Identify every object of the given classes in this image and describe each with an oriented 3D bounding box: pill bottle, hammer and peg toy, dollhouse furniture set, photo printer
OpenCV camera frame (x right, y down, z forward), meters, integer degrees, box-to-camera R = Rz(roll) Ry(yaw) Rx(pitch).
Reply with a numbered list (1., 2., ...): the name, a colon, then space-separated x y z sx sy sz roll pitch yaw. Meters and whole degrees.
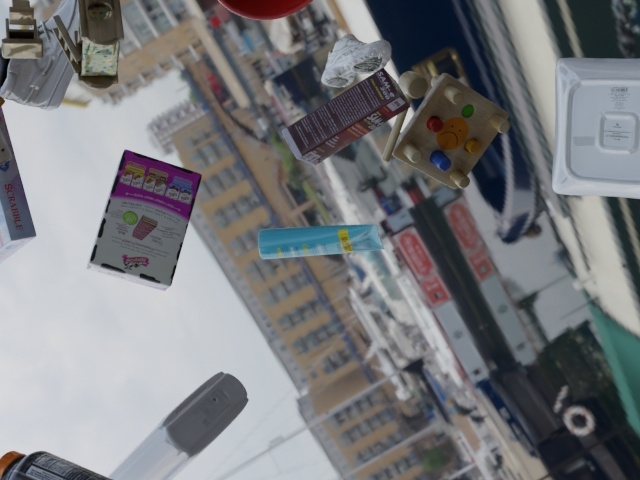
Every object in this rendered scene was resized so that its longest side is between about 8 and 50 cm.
1. pill bottle: -0.480 0.465 1.660 0.246 0.130 0.130 16 163 19
2. hammer and peg toy: 0.298 -0.299 2.387 0.361 0.266 0.127 23 -162 -33
3. dollhouse furniture set: -0.356 -0.300 1.251 0.182 0.161 0.101 120 142 -60
4. photo printer: -0.314 0.435 1.936 0.107 0.307 0.256 47 -147 3

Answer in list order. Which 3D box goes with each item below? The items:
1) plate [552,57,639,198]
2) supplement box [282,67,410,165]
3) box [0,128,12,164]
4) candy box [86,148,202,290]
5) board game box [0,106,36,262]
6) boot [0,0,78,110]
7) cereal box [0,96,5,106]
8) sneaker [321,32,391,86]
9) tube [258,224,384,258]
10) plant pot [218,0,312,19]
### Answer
1. plate: 0.580 -0.213 1.765 0.045 0.277 0.277 -22 -66 -53
2. supplement box: 0.054 -0.246 1.845 0.073 0.239 0.130 61 -167 9
3. box: -0.783 -0.221 1.869 0.311 0.121 0.148 12 130 42
4. candy box: -0.336 -0.037 1.742 0.159 0.233 0.071 18 163 -15
5. board game box: -0.783 -0.111 2.119 0.318 0.066 0.318 -23 81 49
6. boot: -0.494 -0.345 1.612 0.123 0.258 0.095 5 -143 -38
7. cereal box: -0.551 -0.199 1.152 0.240 0.173 0.047 46 172 -37
8. sneaker: 0.081 -0.456 2.203 0.090 0.232 0.115 10 -105 -38
9. tube: 0.000 0.000 1.542 0.080 0.207 0.052 63 -154 -62
10. plant pot: -0.132 -0.602 1.772 0.243 0.275 0.275 56 178 44
